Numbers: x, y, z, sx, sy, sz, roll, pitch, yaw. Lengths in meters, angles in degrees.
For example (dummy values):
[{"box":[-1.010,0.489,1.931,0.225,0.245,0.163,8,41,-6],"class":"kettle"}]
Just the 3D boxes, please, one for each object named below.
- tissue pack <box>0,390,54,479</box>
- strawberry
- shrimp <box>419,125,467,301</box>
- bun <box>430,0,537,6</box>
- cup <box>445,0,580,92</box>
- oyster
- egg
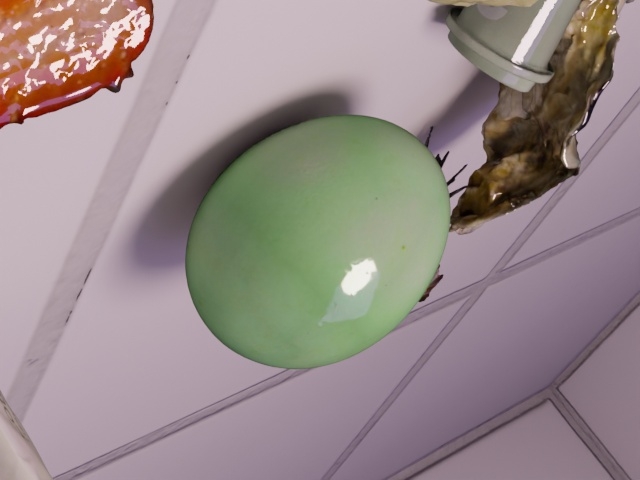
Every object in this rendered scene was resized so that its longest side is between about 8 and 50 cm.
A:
[{"box":[-0.332,0.247,1.057,0.266,0.356,0.194,-32,157,-14],"class":"tissue pack"},{"box":[-0.196,-0.139,0.845,0.188,0.082,0.121,-24,130,-22],"class":"strawberry"},{"box":[0.071,0.014,1.596,0.145,0.116,0.343,0,136,-36],"class":"shrimp"},{"box":[0.151,-0.273,1.035,0.244,0.153,0.244,-28,158,-13],"class":"bun"},{"box":[0.199,-0.225,1.286,0.120,0.120,0.141,-6,136,-57],"class":"cup"},{"box":[0.241,-0.162,1.430,0.238,0.114,0.351,-67,175,-49],"class":"oyster"},{"box":[0.000,0.000,1.275,0.269,0.220,0.220,-34,161,-8],"class":"egg"}]
